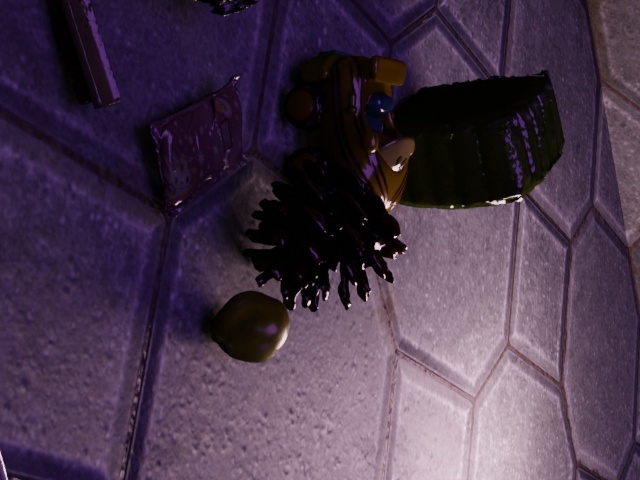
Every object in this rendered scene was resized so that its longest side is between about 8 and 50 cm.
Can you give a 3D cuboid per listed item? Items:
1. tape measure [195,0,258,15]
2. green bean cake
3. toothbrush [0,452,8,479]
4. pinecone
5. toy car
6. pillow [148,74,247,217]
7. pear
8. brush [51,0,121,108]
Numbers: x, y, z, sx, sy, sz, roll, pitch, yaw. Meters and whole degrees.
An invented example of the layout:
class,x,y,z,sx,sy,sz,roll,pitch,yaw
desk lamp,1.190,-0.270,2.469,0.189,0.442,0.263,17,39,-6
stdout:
class,x,y,z,sx,sy,sz,roll,pitch,yaw
tape measure,-0.126,-0.356,1.348,0.186,0.112,0.199,-3,96,-54
green bean cake,0.231,-0.149,1.818,0.250,0.247,0.156,-46,127,-52
toothbrush,-0.300,0.191,1.075,0.029,0.025,0.307,-48,129,-62
pinecone,0.000,0.000,1.460,0.208,0.208,0.207,9,80,-60
toy car,0.057,-0.139,1.614,0.200,0.142,0.248,-7,94,-60
pillow,-0.141,-0.112,1.368,0.185,0.043,0.118,-38,126,-52
pear,-0.085,0.106,1.407,0.097,0.092,0.092,-3,90,-19
brush,-0.258,-0.253,1.184,0.043,0.036,0.248,-33,110,-62
